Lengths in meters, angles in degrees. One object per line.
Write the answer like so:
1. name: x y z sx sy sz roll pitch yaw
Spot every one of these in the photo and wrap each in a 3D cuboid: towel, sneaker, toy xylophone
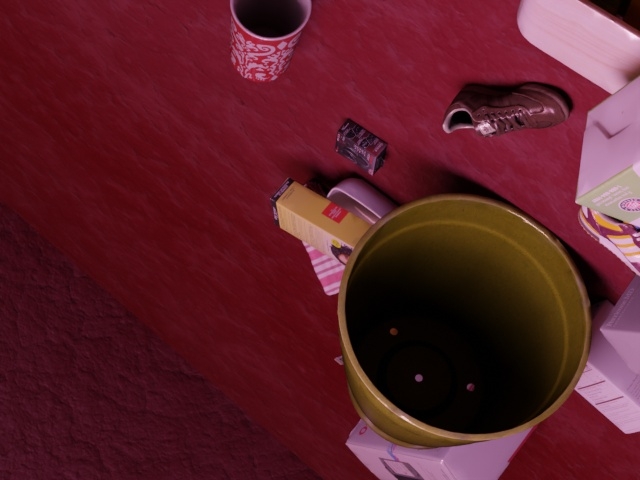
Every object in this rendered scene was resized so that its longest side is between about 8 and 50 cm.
1. towel: 0.000 0.000 2.407 0.197 0.029 0.144 65 156 2
2. sneaker: 0.422 -0.005 1.798 0.185 0.069 0.084 33 162 12
3. sneaker: 0.239 -0.158 1.787 0.188 0.071 0.066 8 142 52
4. toy xylophone: 0.348 -0.230 1.469 0.323 0.081 0.236 37 159 4

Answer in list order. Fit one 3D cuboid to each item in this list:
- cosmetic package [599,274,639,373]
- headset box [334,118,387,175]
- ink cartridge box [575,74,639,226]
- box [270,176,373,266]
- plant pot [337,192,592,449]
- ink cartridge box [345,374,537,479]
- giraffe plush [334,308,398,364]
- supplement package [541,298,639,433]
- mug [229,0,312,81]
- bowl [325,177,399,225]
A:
1. cosmetic package: 0.504 0.111 1.819 0.238 0.127 0.107 1 137 53
2. headset box: 0.066 -0.142 2.131 0.083 0.032 0.062 36 157 12
3. ink cartridge box: 0.473 -0.065 1.429 0.354 0.119 0.207 19 156 -17
4. box: 0.027 -0.012 2.261 0.232 0.058 0.087 31 155 22
5. plant pot: 0.180 0.165 2.095 0.366 0.366 0.353 37 157 6
6. ink cartridge box: 0.227 0.348 2.551 0.131 0.226 0.306 50 156 -21
7. giraffe plush: 0.116 0.111 2.387 0.181 0.210 0.170 30 127 21
8. supplement package: 0.447 0.192 2.080 0.179 0.105 0.105 41 157 -4
9. mug: -0.077 -0.317 1.966 0.113 0.150 0.169 2 162 -6
10. bowl: 0.078 -0.043 2.270 0.142 0.053 0.142 37 158 5
